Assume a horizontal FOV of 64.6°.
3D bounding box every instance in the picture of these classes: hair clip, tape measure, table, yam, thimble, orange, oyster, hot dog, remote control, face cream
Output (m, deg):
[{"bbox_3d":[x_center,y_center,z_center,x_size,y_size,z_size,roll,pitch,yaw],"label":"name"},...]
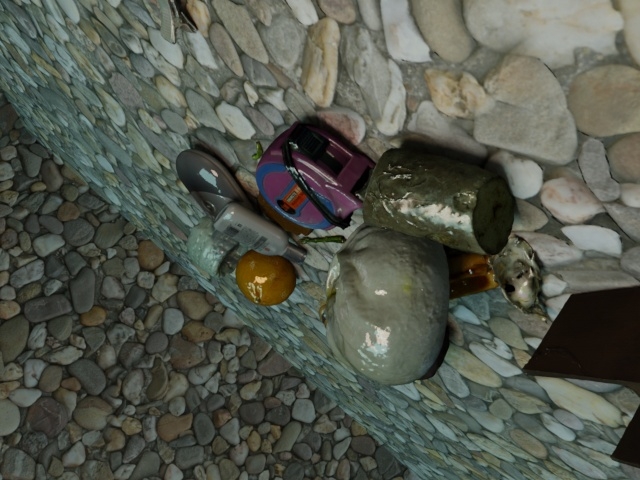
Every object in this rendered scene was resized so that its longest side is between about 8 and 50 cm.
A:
[{"bbox_3d":[-0.324,-0.503,0.995,0.159,0.071,0.218,32,152,28],"label":"hair clip"},{"bbox_3d":[-0.008,-0.126,1.069,0.245,0.149,0.231,37,155,-8],"label":"tape measure"},{"bbox_3d":[0.523,0.212,0.762,0.251,0.196,0.282,43,160,-6],"label":"table"},{"bbox_3d":[0.183,-0.071,0.850,0.255,0.154,0.154,20,149,37],"label":"yam"},{"bbox_3d":[-0.366,0.015,1.806,0.172,0.205,0.250,38,162,10],"label":"thimble"},{"bbox_3d":[-0.194,0.129,1.770,0.219,0.193,0.219,23,135,25],"label":"orange"},{"bbox_3d":[0.358,0.077,0.931,0.061,0.106,0.199,-114,7,-59],"label":"oyster"},{"bbox_3d":[0.282,0.070,1.047,0.104,0.076,0.250,24,163,-7],"label":"hot dog"},{"bbox_3d":[-0.323,-0.147,1.576,0.221,0.103,0.332,5,137,41],"label":"remote control"},{"bbox_3d":[-0.173,-0.012,1.531,0.291,0.070,0.144,29,145,-18],"label":"face cream"}]

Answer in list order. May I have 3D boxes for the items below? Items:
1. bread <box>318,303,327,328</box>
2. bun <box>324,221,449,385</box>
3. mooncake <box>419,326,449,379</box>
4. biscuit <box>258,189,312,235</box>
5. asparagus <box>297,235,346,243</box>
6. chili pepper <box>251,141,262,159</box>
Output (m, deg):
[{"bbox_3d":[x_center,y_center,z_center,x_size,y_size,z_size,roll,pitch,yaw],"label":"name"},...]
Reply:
[{"bbox_3d":[0.094,0.312,1.765,0.225,0.081,0.134,26,154,26],"label":"bread"},{"bbox_3d":[0.119,0.114,1.029,0.212,0.361,0.362,5,156,-6],"label":"bun"},{"bbox_3d":[0.216,0.245,1.373,0.283,0.141,0.283,27,146,20],"label":"mooncake"},{"bbox_3d":[-0.102,-0.086,1.422,0.182,0.034,0.215,50,158,-18],"label":"biscuit"},{"bbox_3d":[0.000,0.000,1.431,0.023,0.022,0.233,3,177,-33],"label":"asparagus"},{"bbox_3d":[-0.163,-0.224,1.291,0.030,0.017,0.083,45,158,-4],"label":"chili pepper"}]
